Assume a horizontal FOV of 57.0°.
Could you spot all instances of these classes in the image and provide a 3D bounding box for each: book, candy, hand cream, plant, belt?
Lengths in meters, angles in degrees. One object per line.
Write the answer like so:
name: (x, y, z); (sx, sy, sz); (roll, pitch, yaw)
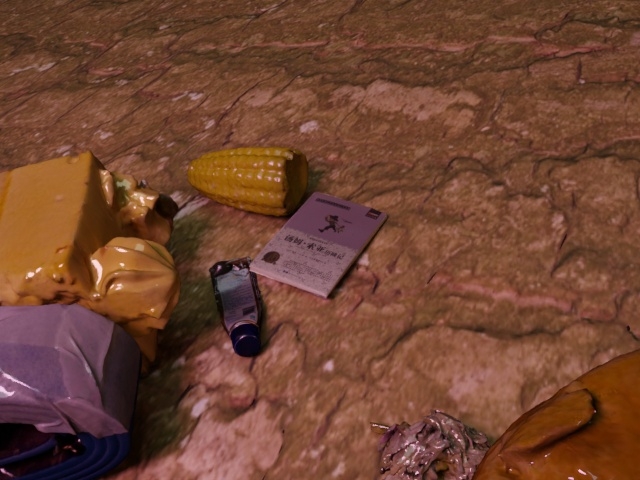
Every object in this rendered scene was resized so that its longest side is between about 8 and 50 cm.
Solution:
book: (0.000, 0.000, 0.831); (0.127, 0.014, 0.182); (18, 48, 26)
candy: (-0.119, -0.097, 0.905); (0.198, 0.106, 0.094); (9, 30, 26)
hand cream: (-0.108, 0.083, 0.775); (0.062, 0.039, 0.163); (-18, 39, -3)
plant: (0.101, 0.214, 0.584); (0.116, 0.105, 0.122); (13, 2, -23)
belt: (-0.363, 0.180, 0.613); (0.346, 0.212, 0.117); (-14, 43, 5)

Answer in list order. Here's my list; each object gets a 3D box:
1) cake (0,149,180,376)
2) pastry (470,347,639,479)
cake: (-0.304, 0.043, 0.728); (0.285, 0.222, 0.227); (-14, 47, 0)
pastry: (0.262, 0.237, 0.404); (0.355, 0.164, 0.356); (5, 49, -6)
